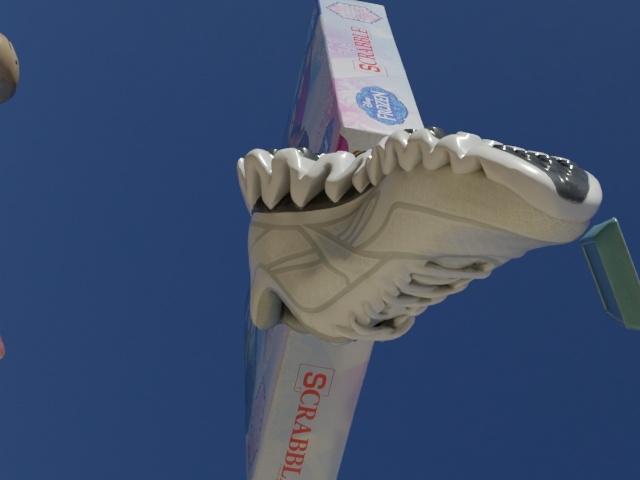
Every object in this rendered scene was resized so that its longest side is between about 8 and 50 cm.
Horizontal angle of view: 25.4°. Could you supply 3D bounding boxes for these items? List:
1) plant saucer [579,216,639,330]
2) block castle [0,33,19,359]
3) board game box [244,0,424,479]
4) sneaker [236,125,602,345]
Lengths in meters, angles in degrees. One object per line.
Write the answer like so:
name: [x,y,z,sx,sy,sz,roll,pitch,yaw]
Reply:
plant saucer: [0.179,0.022,0.872,0.018,0.192,0.067,-20,-93,8]
block castle: [-0.247,-0.016,0.435,0.303,0.453,0.213,-28,-64,3]
board game box: [0.000,0.000,1.141,0.066,0.318,0.318,10,-66,-8]
sneaker: [0.047,0.003,0.805,0.292,0.110,0.118,-4,-105,59]
